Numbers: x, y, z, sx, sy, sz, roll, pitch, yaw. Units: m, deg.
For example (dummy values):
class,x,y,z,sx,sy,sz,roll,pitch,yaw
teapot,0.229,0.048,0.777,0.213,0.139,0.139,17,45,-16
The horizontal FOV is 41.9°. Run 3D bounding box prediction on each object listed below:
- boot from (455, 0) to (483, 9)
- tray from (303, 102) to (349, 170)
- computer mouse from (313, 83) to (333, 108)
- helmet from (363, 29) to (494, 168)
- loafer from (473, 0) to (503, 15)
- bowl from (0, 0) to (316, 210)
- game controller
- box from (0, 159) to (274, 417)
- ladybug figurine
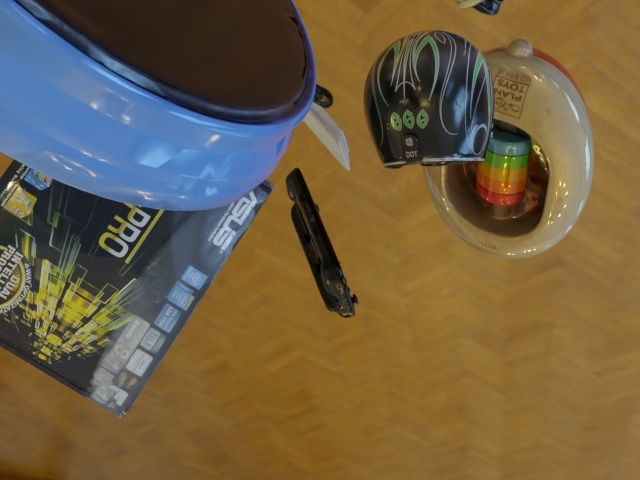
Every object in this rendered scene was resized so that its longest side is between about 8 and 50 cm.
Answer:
class,x,y,z,sx,sy,sz,roll,pitch,yaw
boot,0.243,-0.465,1.229,0.213,0.077,0.165,-44,112,11
tray,-0.021,-0.272,1.757,0.030,0.270,0.145,-37,158,-5
computer mouse,-0.080,-0.318,1.542,0.242,0.071,0.041,39,129,-2
helmet,0.130,-0.170,0.999,0.170,0.161,0.169,-3,-178,0
loafer,0.248,-0.480,1.409,0.078,0.080,0.220,-32,105,30
bowl,-0.156,-0.199,0.574,0.391,0.391,0.077,33,123,-30
game controller,0.000,0.000,1.626,0.067,0.319,0.166,-15,137,-9
box,-0.304,-0.003,1.172,0.318,0.394,0.097,36,169,-13
ladybug figurine,0.334,-0.161,1.457,0.305,0.162,0.449,24,142,21
